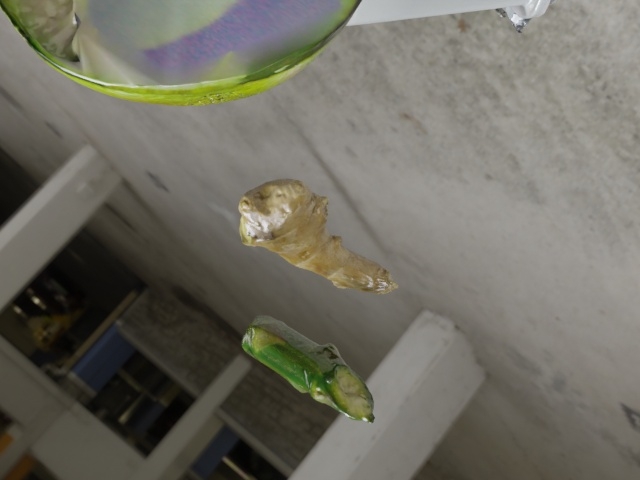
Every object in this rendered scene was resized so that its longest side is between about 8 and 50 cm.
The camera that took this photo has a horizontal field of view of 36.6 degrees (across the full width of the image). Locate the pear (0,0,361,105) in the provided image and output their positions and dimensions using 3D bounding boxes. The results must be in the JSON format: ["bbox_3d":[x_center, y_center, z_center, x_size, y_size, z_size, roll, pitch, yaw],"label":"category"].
[{"bbox_3d":[-0.136,-0.275,0.979,0.399,0.399,0.165,36,160,14],"label":"pear"}]

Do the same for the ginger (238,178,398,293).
[{"bbox_3d":[0.000,0.000,1.365,0.294,0.131,0.086,32,-148,-35],"label":"ginger"}]

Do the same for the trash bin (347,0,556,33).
[{"bbox_3d":[0.145,-0.407,1.258,0.256,0.368,0.296,58,153,27],"label":"trash bin"}]

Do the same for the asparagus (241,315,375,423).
[{"bbox_3d":[-0.025,0.182,1.430,0.343,0.082,0.085,23,121,58],"label":"asparagus"}]
